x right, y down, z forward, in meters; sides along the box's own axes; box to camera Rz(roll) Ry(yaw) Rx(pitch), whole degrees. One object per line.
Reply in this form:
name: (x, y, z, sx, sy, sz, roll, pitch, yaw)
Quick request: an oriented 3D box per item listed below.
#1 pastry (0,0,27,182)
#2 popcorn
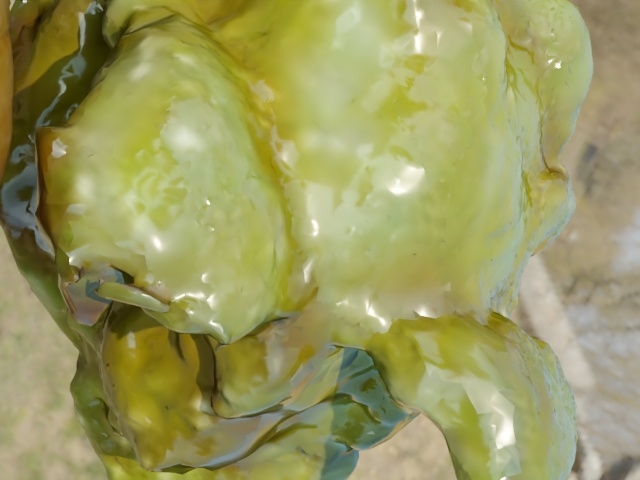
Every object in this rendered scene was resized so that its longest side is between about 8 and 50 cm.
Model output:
pastry: (-0.258, -0.052, 0.538, 0.315, 0.184, 0.284, -21, 120, -51)
popcorn: (0.005, 0.004, 0.735, 0.290, 0.325, 0.321, -41, 144, -25)
